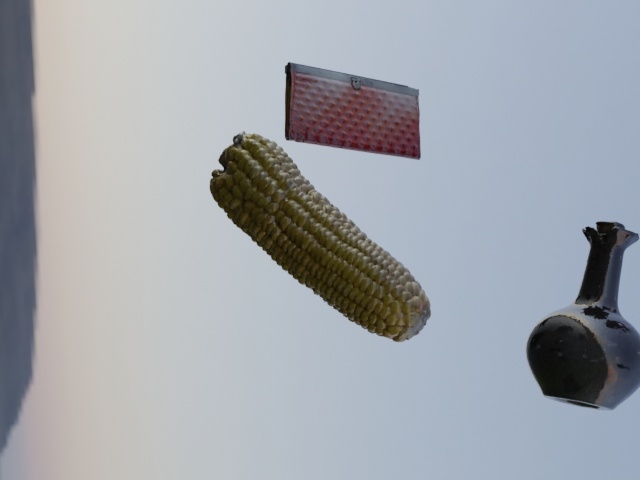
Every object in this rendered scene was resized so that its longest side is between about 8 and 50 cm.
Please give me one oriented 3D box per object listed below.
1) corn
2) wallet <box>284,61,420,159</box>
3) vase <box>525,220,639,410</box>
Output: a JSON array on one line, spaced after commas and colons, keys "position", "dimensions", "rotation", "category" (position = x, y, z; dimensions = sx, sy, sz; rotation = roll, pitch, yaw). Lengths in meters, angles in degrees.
[{"position": [0.000, 0.000, 1.454], "dimensions": [0.291, 0.101, 0.101], "rotation": [40, -28, 10], "category": "corn"}, {"position": [0.043, -0.164, 1.733], "dimensions": [0.020, 0.196, 0.103], "rotation": [-21, -114, 59], "category": "wallet"}, {"position": [0.269, 0.071, 1.318], "dimensions": [0.120, 0.120, 0.183], "rotation": [160, -57, -76], "category": "vase"}]
